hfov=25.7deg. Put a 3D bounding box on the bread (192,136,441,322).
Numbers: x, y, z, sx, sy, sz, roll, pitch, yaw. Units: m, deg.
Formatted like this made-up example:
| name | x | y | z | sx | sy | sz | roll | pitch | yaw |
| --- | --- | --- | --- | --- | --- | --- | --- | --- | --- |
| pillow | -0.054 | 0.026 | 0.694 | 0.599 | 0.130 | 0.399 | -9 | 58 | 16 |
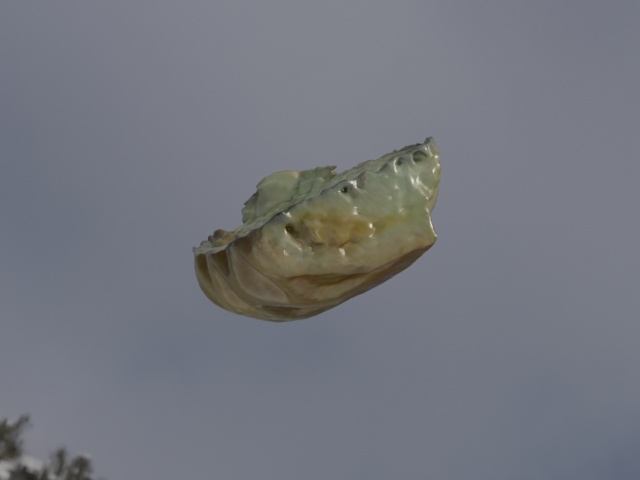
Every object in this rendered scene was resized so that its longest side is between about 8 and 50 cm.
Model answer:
| name | x | y | z | sx | sy | sz | roll | pitch | yaw |
| --- | --- | --- | --- | --- | --- | --- | --- | --- | --- |
| bread | 0.000 | 0.000 | 0.802 | 0.128 | 0.232 | 0.088 | -34 | -84 | -15 |
